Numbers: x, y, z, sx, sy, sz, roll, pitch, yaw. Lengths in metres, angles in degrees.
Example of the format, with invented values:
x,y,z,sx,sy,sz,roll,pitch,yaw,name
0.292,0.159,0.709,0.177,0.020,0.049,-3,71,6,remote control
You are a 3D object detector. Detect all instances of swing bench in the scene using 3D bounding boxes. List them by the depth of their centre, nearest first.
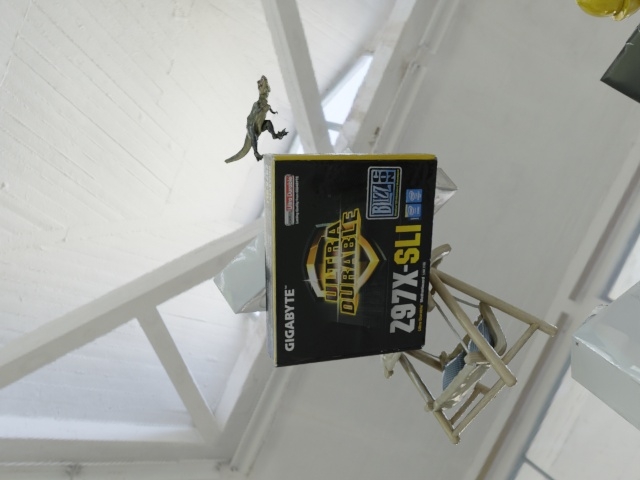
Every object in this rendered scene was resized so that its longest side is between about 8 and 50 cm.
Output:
x,y,z,sx,sy,sz,roll,pitch,yaw,name
0.239,0.192,0.905,0.165,0.254,0.253,-31,-30,-35,swing bench

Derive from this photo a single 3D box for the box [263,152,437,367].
x,y,z,sx,sy,sz,roll,pitch,yaw,name
0.044,0.025,0.758,0.257,0.079,0.322,-3,-76,-18,box

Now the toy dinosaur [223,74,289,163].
x,y,z,sx,sy,sz,roll,pitch,yaw,name
-0.151,-0.263,1.179,0.064,0.118,0.268,-16,-33,-48,toy dinosaur

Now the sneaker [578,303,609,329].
x,y,z,sx,sy,sz,roll,pitch,yaw,name
0.679,0.222,1.031,0.108,0.271,0.100,-33,-76,-15,sneaker

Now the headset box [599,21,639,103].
x,y,z,sx,sy,sz,roll,pitch,yaw,name
0.596,-0.341,0.776,0.293,0.110,0.218,-26,-30,-42,headset box

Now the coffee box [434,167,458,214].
x,y,z,sx,sy,sz,roll,pitch,yaw,name
0.320,-0.170,1.680,0.297,0.119,0.168,0,-41,-45,coffee box

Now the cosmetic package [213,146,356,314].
x,y,z,sx,sy,sz,roll,pitch,yaw,name
0.000,0.000,1.015,0.377,0.097,0.284,-43,-18,15,cosmetic package

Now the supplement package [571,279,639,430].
x,y,z,sx,sy,sz,roll,pitch,yaw,name
0.580,0.201,0.823,0.203,0.194,0.149,-34,-49,-9,supplement package

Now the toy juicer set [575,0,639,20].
x,y,z,sx,sy,sz,roll,pitch,yaw,name
0.278,-0.297,0.418,0.329,0.209,0.089,23,-100,-1,toy juicer set
